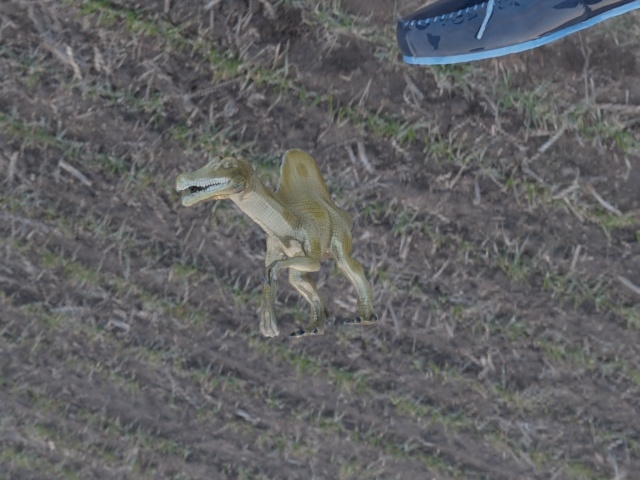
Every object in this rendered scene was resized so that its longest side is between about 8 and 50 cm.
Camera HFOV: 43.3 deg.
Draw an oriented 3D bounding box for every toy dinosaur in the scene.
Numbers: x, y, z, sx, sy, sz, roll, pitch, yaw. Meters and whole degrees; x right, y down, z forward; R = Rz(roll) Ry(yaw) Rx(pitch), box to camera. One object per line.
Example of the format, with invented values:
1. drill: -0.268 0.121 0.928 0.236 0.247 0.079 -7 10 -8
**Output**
1. toy dinosaur: 0.000 0.000 0.409 0.053 0.183 0.092 -13 81 23

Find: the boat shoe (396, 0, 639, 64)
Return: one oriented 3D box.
1. boat shoe: 0.173 -0.208 0.612 0.258 0.109 0.089 -22 117 -8
